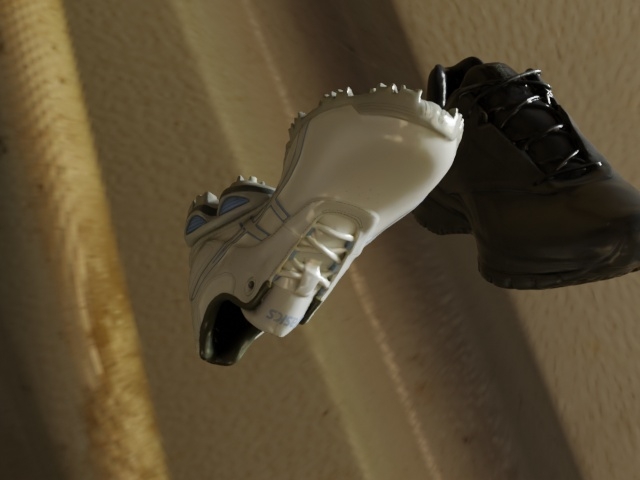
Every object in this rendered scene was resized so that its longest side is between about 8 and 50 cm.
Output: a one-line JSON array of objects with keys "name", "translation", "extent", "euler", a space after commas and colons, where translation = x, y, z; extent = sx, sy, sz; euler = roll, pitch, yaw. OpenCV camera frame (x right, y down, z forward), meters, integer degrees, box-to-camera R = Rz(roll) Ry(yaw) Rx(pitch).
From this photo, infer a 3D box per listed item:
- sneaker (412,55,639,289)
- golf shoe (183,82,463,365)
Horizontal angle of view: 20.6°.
[{"name": "sneaker", "translation": [0.134, -0.050, 1.189], "extent": [0.109, 0.286, 0.130], "euler": [-13, -70, -22]}, {"name": "golf shoe", "translation": [0.000, 0.000, 0.749], "extent": [0.069, 0.176, 0.086], "euler": [22, -124, -23]}]
